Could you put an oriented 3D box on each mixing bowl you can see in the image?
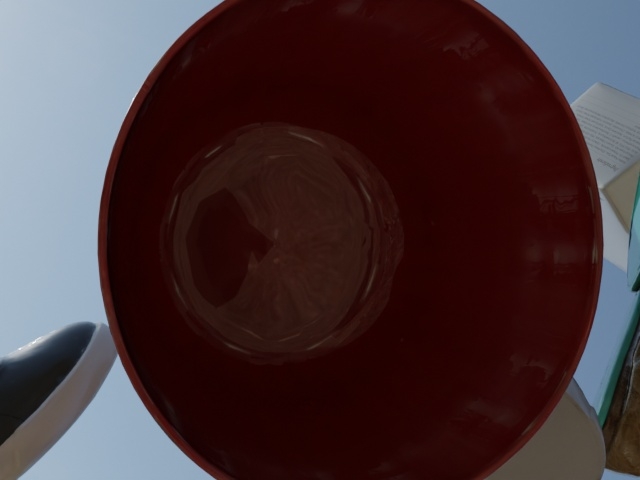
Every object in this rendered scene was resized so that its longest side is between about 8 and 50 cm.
[{"bbox_3d":[0.000,0.000,0.388,0.181,0.181,0.098,48,-17,-16],"label":"mixing bowl"}]

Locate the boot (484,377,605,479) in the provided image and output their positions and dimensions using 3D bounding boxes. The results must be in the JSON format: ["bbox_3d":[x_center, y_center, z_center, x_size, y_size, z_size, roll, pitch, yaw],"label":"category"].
[{"bbox_3d":[0.104,0.053,0.677,0.095,0.123,0.258,-21,-55,20],"label":"boot"}]

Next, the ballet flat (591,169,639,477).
[{"bbox_3d":[0.306,0.045,0.870,0.124,0.342,0.116,17,-34,7],"label":"ballet flat"}]

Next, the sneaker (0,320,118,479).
[{"bbox_3d":[-0.233,0.088,0.504,0.147,0.295,0.104,54,-37,-4],"label":"sneaker"}]

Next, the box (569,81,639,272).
[{"bbox_3d":[0.353,-0.058,1.200,0.181,0.119,0.182,51,-1,-28],"label":"box"}]
